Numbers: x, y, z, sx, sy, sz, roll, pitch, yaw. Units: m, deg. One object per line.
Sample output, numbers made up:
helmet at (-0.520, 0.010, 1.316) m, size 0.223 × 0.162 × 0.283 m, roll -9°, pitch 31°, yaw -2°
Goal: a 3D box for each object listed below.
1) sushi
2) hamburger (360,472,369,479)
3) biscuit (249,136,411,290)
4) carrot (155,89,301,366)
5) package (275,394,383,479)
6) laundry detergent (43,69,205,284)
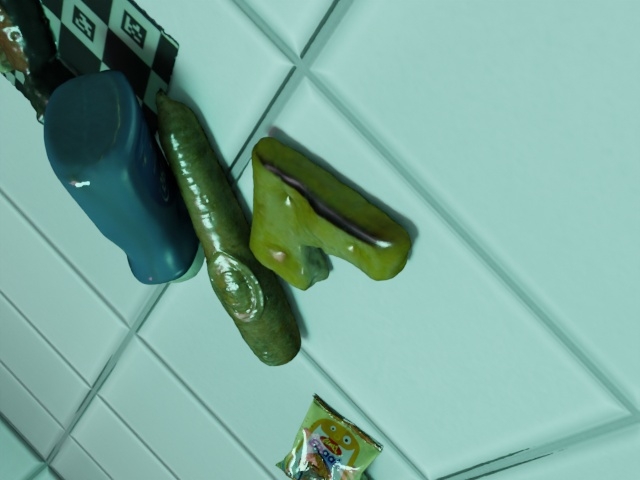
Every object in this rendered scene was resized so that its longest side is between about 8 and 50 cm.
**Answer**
sushi at (-0.323, -0.216, 1.124) m, size 0.359 × 0.064 × 0.343 m, roll 44°, pitch 151°, yaw 5°
hamburger at (0.016, 0.303, 1.332) m, size 0.121 × 0.054 × 0.084 m, roll -1°, pitch 121°, yaw 50°
biscuit at (0.000, 0.000, 0.991) m, size 0.174 × 0.039 × 0.183 m, roll 36°, pitch 150°, yaw 15°
carrot at (-0.099, -0.002, 1.090) m, size 0.070 × 0.070 × 0.342 m, roll 13°, pitch 136°, yaw 45°
package at (0.009, 0.262, 1.268) m, size 0.108 × 0.031 × 0.120 m, roll 34°, pitch 112°, yaw 20°
laundry detergent at (-0.183, -0.040, 1.085) m, size 0.290 × 0.094 × 0.143 m, roll 65°, pitch -173°, yaw -56°
